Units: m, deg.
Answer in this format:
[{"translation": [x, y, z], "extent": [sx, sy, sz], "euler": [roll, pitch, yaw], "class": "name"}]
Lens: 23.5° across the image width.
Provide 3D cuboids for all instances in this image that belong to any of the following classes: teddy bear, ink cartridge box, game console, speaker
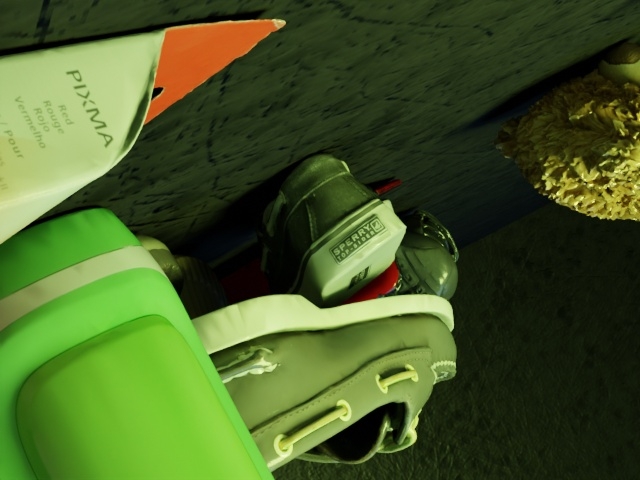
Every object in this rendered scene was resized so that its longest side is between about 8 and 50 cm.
[{"translation": [0.295, -0.063, 1.122], "extent": [0.245, 0.338, 0.113], "euler": [-105, -144, -64], "class": "teddy bear"}, {"translation": [-0.101, -0.006, 0.451], "extent": [0.145, 0.045, 0.179], "euler": [-31, 172, 35], "class": "ink cartridge box"}, {"translation": [0.001, 0.024, 1.122], "extent": [0.144, 0.124, 0.085], "euler": [-30, 148, 20], "class": "game console"}, {"translation": [-0.069, 0.141, 0.645], "extent": [0.131, 0.297, 0.131], "euler": [-28, 175, -3], "class": "speaker"}]

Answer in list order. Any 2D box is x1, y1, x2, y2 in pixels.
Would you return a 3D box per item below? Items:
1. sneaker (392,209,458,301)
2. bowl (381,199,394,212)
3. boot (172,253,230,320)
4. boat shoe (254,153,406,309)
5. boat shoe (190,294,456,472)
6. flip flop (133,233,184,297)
[{"translation": [0.078, 0.018, 1.470], "extent": [0.130, 0.109, 0.286], "euler": [-33, -174, -15], "class": "sneaker"}, {"translation": [-0.002, 0.027, 1.302], "extent": [0.142, 0.053, 0.142], "euler": [-28, 176, -24], "class": "bowl"}, {"translation": [-0.147, 0.092, 0.977], "extent": [0.206, 0.090, 0.248], "euler": [-17, 162, 6], "class": "boot"}, {"translation": [0.000, 0.000, 0.923], "extent": [0.077, 0.070, 0.219], "euler": [-34, 173, -15], "class": "boat shoe"}, {"translation": [0.004, 0.086, 0.878], "extent": [0.109, 0.091, 0.305], "euler": [-26, 167, 24], "class": "boat shoe"}, {"translation": [-0.186, 0.086, 0.798], "extent": [0.277, 0.080, 0.112], "euler": [-46, 170, 16], "class": "flip flop"}]
